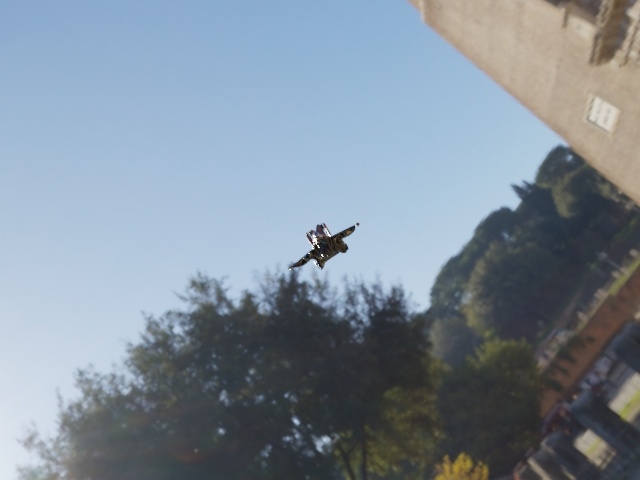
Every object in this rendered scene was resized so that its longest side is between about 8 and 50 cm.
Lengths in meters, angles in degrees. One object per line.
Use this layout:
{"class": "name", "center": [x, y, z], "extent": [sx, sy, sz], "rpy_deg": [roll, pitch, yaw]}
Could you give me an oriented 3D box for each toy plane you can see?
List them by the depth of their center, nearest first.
{"class": "toy plane", "center": [0.007, 0.010, 1.287], "extent": [0.135, 0.062, 0.188], "rpy_deg": [-34, 5, 0]}
